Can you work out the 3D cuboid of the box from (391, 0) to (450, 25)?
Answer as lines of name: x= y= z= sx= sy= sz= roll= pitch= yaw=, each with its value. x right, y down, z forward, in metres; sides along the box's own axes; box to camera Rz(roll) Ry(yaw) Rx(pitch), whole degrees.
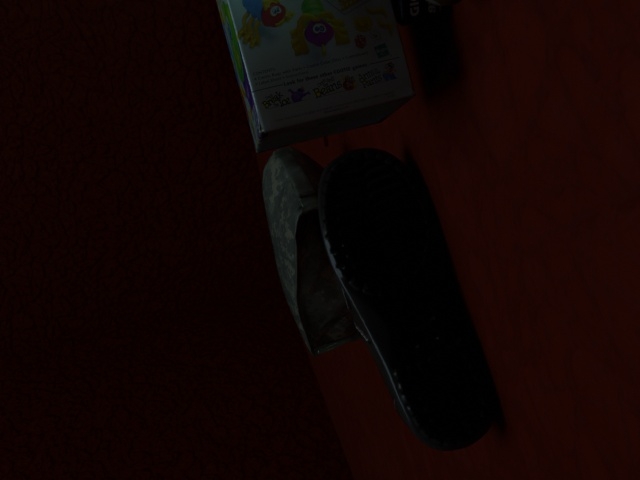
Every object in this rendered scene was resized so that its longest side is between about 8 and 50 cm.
box: x=0.056 y=-0.321 z=0.637 sx=0.220 sy=0.051 sz=0.175 roll=-115 pitch=13 yaw=-53

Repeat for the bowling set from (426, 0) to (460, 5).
bowling set: x=0.054 y=-0.223 z=0.448 sx=0.200 sy=0.154 sz=0.287 roll=88 pitch=166 yaw=-55

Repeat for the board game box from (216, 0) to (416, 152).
board game box: x=-0.027 y=-0.241 z=0.648 sx=0.142 sy=0.144 sz=0.275 roll=-178 pitch=73 yaw=-83

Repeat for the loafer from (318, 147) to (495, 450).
loafer: x=0.082 y=0.067 z=0.806 sx=0.130 sy=0.134 sz=0.365 roll=104 pitch=152 yaw=-72

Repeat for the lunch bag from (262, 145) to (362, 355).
lunch bag: x=0.000 y=0.000 z=1.145 sx=0.235 sy=0.169 sz=0.287 roll=-116 pitch=10 yaw=-57

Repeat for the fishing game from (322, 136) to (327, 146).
fishing game: x=-0.042 y=-0.307 z=1.380 sx=0.264 sy=0.041 sz=0.189 roll=-114 pitch=11 yaw=-51
